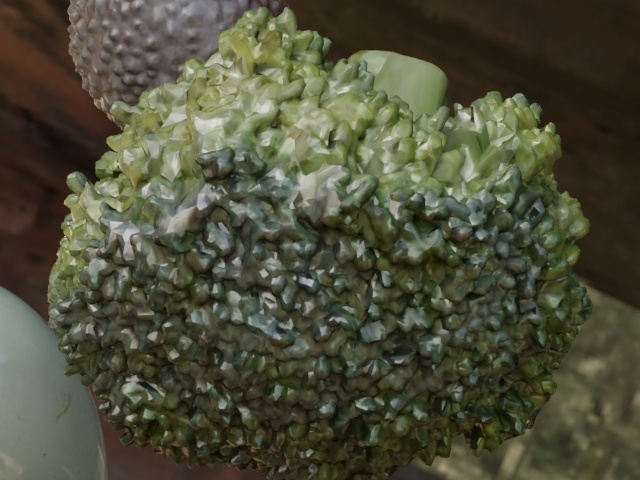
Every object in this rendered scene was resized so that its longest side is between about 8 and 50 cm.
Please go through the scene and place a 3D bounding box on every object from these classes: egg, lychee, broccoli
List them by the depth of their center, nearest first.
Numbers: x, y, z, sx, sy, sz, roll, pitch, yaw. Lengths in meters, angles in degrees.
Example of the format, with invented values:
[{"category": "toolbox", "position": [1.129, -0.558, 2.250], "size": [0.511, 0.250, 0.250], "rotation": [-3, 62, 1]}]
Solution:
[{"category": "broccoli", "position": [-0.002, 0.005, 0.973], "size": [0.288, 0.259, 0.235], "rotation": [18, -9, 1]}, {"category": "egg", "position": [-0.245, 0.135, 1.270], "size": [0.183, 0.183, 0.264], "rotation": [30, -25, 52]}, {"category": "lychee", "position": [-0.099, -0.165, 1.333], "size": [0.165, 0.197, 0.165], "rotation": [26, 10, -5]}]
